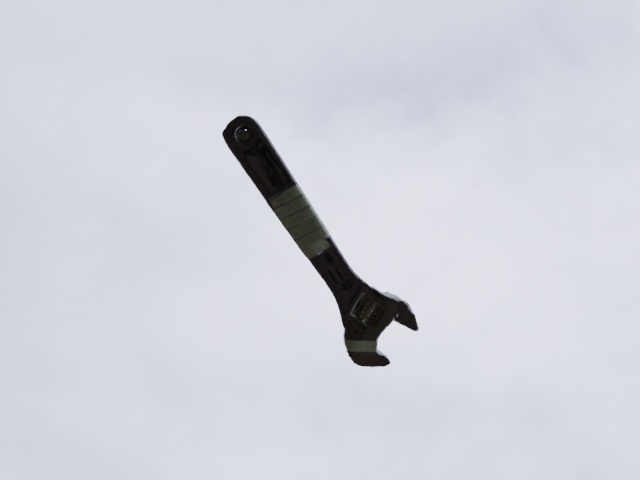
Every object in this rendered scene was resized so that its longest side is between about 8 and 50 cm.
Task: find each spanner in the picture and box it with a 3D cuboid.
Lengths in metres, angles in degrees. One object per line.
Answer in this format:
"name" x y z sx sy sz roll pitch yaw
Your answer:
"spanner" 0.000 0.000 0.977 0.087 0.024 0.316 -33 -78 1
